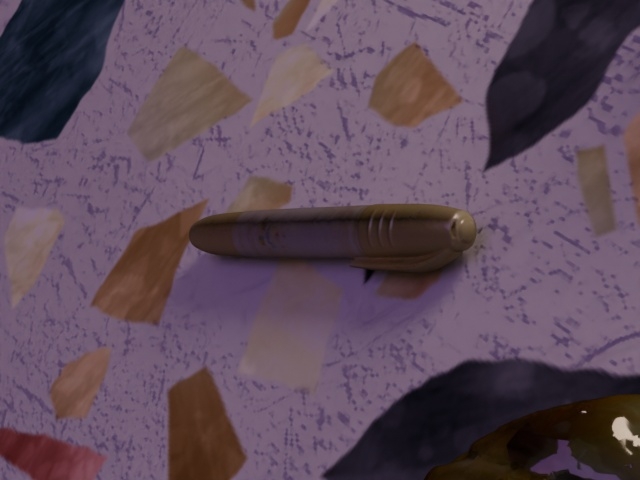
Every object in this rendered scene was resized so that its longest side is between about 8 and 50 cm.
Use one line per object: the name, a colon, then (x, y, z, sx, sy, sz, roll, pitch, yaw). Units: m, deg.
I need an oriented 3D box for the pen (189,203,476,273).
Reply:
pen: (0.000, 0.000, 0.902, 0.233, 0.032, 0.040, -2, 84, 48)

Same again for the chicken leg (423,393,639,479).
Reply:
chicken leg: (0.180, 0.146, 0.525, 0.429, 0.153, 0.201, -11, 67, 33)
